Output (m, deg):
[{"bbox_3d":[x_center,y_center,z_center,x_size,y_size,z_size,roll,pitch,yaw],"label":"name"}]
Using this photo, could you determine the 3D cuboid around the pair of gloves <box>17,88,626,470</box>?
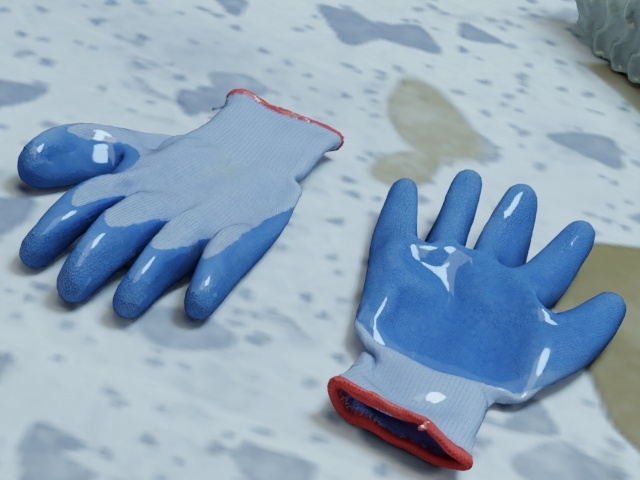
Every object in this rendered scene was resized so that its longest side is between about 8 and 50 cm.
[{"bbox_3d":[0.000,0.000,0.601,0.198,0.023,0.159,25,32,12],"label":"pair of gloves"}]

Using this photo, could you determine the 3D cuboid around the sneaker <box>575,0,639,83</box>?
[{"bbox_3d":[0.249,-0.068,0.752,0.146,0.102,0.293,-7,38,-35],"label":"sneaker"}]
